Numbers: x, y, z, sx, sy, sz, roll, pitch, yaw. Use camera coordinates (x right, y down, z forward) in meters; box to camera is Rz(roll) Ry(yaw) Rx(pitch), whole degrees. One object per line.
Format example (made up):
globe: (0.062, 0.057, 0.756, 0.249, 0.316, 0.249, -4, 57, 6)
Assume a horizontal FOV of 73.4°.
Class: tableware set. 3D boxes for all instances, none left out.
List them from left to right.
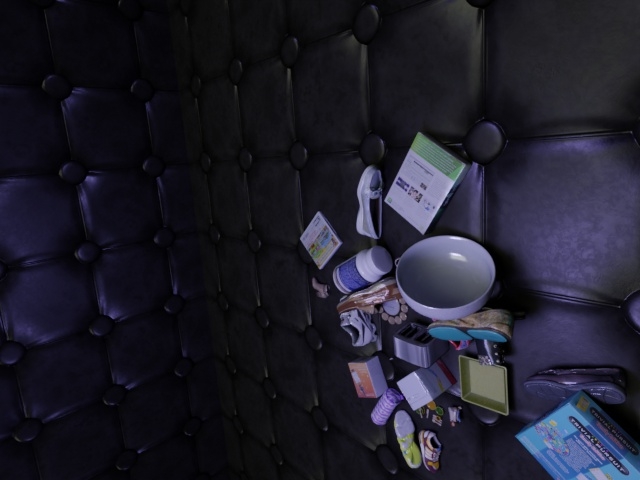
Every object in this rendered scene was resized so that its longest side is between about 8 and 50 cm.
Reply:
tableware set: (0.462, 0.731, 1.863, 0.154, 0.024, 0.104, 21, 116, 44)

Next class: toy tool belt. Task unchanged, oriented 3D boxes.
toy tool belt: (0.550, 0.711, 1.737, 0.051, 0.052, 0.083, -10, 101, 5)

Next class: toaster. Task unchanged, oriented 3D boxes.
toaster: (0.394, 0.419, 1.725, 0.168, 0.185, 0.110, 11, 119, 47)

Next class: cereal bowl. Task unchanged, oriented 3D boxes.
cereal bowl: (0.442, 0.146, 1.518, 0.339, 0.339, 0.141, 29, 151, 40)

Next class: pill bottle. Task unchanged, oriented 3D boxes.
pill bottle: (0.186, 0.129, 1.901, 0.264, 0.153, 0.153, -36, 74, 48)

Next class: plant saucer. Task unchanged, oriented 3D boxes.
plant saucer: (0.619, 0.531, 1.611, 0.188, 0.045, 0.188, 4, 104, 48)

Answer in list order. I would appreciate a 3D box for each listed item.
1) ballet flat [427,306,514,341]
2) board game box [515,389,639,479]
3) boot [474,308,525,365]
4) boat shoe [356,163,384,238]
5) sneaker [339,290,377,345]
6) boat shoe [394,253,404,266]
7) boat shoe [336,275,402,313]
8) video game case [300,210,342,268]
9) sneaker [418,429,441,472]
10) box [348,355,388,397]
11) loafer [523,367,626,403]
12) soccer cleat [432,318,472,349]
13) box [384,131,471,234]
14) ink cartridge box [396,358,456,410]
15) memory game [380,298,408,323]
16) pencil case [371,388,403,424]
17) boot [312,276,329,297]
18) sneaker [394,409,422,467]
ballet flat: (0.521, 0.287, 1.493, 0.348, 0.123, 0.123, -21, 85, 61)
board game box: (0.808, 0.650, 1.341, 0.254, 0.079, 0.336, 49, 149, 27)
boot: (0.625, 0.337, 1.495, 0.236, 0.085, 0.179, -30, 65, 55)
boat shoe: (0.223, -0.161, 1.813, 0.103, 0.118, 0.321, 25, 123, 35)
sneaker: (0.145, 0.337, 2.018, 0.122, 0.146, 0.331, -39, 70, 48)
boat shoe: (0.428, 0.161, 1.679, 0.324, 0.096, 0.117, 45, 131, 31)
boat shoe: (0.215, 0.264, 1.873, 0.324, 0.122, 0.120, -31, 76, 30)
video game case: (0.000, 0.000, 2.173, 0.206, 0.026, 0.227, 56, 135, 21)
sneaker: (0.486, 0.917, 1.854, 0.084, 0.069, 0.186, -20, 86, 54)
box: (0.228, 0.650, 2.052, 0.130, 0.091, 0.171, -23, 83, 49)
loafer: (0.805, 0.452, 1.364, 0.109, 0.095, 0.302, 48, 146, -14)
soccer cleat: (0.478, 0.317, 1.667, 0.248, 0.095, 0.083, 47, 135, 29)
box: (0.398, -0.215, 1.639, 0.232, 0.058, 0.322, 47, 133, 29)
ink cartridge box: (0.428, 0.576, 1.738, 0.127, 0.176, 0.128, 57, 136, 21)
memory game: (0.315, 0.284, 1.909, 0.186, 0.012, 0.186, 17, 113, 46)
pencil case: (0.309, 0.777, 2.008, 0.086, 0.088, 0.206, -99, 26, -50)
boot: (0.007, 0.241, 2.228, 0.087, 0.042, 0.119, -20, 87, 43)
sneaker: (0.385, 0.902, 1.948, 0.126, 0.091, 0.240, 92, 169, -59)
